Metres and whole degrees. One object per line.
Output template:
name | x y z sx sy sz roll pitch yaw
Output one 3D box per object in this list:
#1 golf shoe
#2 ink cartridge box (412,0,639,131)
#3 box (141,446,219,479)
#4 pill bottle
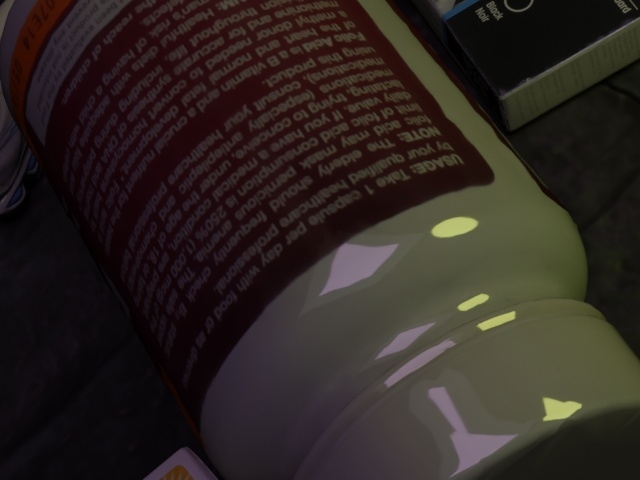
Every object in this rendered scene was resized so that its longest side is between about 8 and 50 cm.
golf shoe | -0.212 -0.105 1.039 0.069 0.086 0.176 -3 59 14
ink cartridge box | 0.157 -0.199 1.025 0.208 0.045 0.206 -29 58 -5
box | -0.103 0.223 0.812 0.203 0.114 0.103 -40 59 -9
pill bottle | 0.000 0.000 0.848 0.224 0.224 0.392 -31 58 -5
